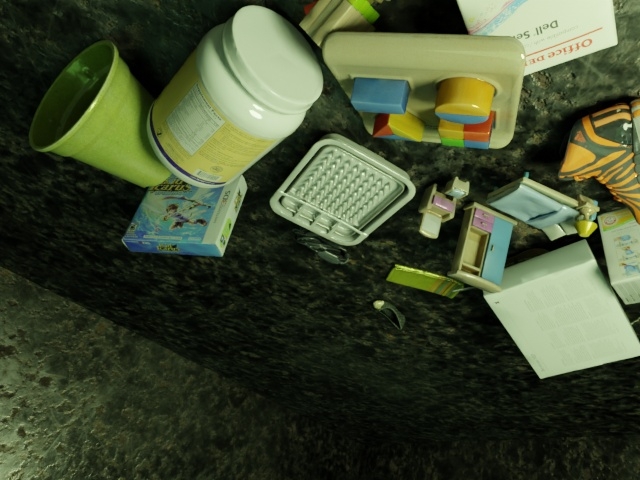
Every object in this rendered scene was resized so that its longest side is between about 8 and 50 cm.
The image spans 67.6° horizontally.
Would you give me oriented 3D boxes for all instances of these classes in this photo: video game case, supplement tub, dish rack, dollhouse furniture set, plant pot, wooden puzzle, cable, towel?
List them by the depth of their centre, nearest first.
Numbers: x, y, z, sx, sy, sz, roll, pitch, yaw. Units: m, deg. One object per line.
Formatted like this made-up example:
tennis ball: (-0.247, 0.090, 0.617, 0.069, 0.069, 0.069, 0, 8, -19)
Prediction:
wooden puzzle: (0.193, -0.247, 0.888, 0.322, 0.081, 0.348, 11, 172, 20)
supplement tub: (-0.178, -0.276, 0.968, 0.241, 0.241, 0.331, 34, 139, -27)
plant pot: (-0.456, -0.256, 1.092, 0.276, 0.276, 0.254, -13, 149, 30)
dollhouse furniture set: (0.412, -0.023, 1.097, 0.286, 0.198, 0.303, 22, 163, -13)
dish rack: (0.053, -0.130, 1.243, 0.285, 0.072, 0.333, 26, 142, -17)
video game case: (-0.360, -0.077, 1.290, 0.269, 0.244, 0.061, 3, 142, 13)
cable: (0.000, 0.000, 1.387, 0.184, 0.150, 0.047, 25, 112, -12)
towel: (0.340, 0.137, 1.564, 0.237, 0.021, 0.102, 15, 143, -3)

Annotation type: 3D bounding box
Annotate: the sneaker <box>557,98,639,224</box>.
sneaker: (0.618, -0.148, 1.029, 0.180, 0.125, 0.321, -11, 128, 35)

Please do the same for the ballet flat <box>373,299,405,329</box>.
ballet flat: (0.254, 0.267, 1.742, 0.057, 0.049, 0.173, -24, 131, 39)

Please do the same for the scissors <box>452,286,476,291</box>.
scissors: (0.540, 0.118, 1.387, 0.297, 0.021, 0.109, -8, 173, 0)

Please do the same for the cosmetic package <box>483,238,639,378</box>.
cosmetic package: (0.665, 0.204, 1.321, 0.284, 0.097, 0.377, -27, 116, 28)

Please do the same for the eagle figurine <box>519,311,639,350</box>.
eagle figurine: (0.808, 0.267, 1.503, 0.226, 0.225, 0.298, -6, 131, -52)

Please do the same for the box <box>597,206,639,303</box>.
box: (0.749, 0.031, 1.142, 0.103, 0.203, 0.114, -21, 134, 39)

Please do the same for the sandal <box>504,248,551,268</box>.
sandal: (0.585, 0.072, 1.368, 0.180, 0.072, 0.049, -22, 148, 40)

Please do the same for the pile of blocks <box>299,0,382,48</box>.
pile of blocks: (0.073, -0.472, 0.768, 0.113, 0.149, 0.362, 52, 136, 18)

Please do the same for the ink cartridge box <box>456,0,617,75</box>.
ink cartridge box: (0.339, -0.390, 0.762, 0.207, 0.119, 0.353, -13, 138, 31)
